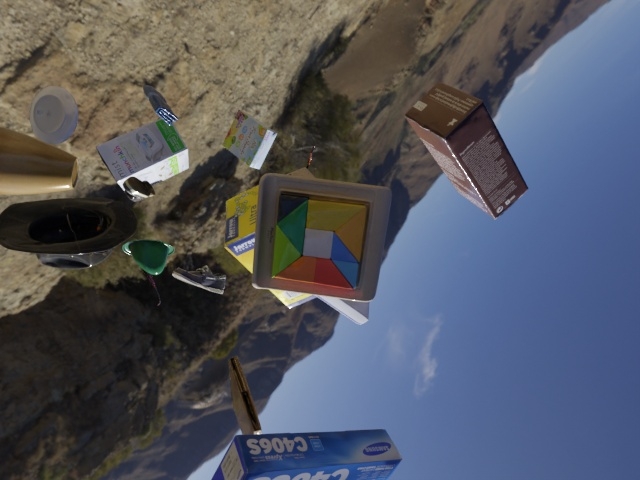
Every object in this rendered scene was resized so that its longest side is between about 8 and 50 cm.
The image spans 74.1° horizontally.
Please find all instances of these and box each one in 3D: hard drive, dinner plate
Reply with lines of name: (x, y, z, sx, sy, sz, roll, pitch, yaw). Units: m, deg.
hard drive: (0.056, 0.056, 1.191, 0.040, 0.210, 0.318, -41, -157, 33)
dinner plate: (-0.654, -0.307, 1.031, 0.141, 0.141, 0.017, -48, 172, 11)

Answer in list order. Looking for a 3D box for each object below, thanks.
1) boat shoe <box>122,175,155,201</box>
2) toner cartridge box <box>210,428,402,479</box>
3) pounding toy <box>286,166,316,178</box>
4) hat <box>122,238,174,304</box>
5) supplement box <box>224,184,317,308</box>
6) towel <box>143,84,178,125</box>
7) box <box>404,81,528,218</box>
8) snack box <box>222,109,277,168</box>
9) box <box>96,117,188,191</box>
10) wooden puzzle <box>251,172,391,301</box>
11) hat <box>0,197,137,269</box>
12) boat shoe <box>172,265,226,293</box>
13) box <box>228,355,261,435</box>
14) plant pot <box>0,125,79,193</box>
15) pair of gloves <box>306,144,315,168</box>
boat shoe: (-0.438, -0.116, 1.011, 0.049, 0.056, 0.152, -31, -177, -2)
toner cartridge box: (-0.024, 0.443, 0.795, 0.165, 0.348, 0.075, -62, -144, 19)
pounding toy: (-0.038, -0.103, 1.418, 0.094, 0.206, 0.181, -26, 150, -26)
hat: (-0.624, 0.115, 1.557, 0.173, 0.183, 0.208, -19, 155, 28)
supplement box: (-0.108, 0.015, 1.285, 0.195, 0.356, 0.194, -24, -135, 14)
towel: (-0.411, -0.350, 1.084, 0.029, 0.119, 0.067, -39, 148, 6)
box: (0.418, -0.246, 1.198, 0.143, 0.381, 0.191, -45, -139, 9)
snack box: (-0.305, -0.431, 1.806, 0.070, 0.207, 0.174, 4, 119, -57)
box: (-0.556, -0.260, 1.364, 0.231, 0.126, 0.262, -30, -175, -15)
wooden puzzle: (0.000, 0.000, 0.771, 0.044, 0.239, 0.221, -91, -172, -75)
hat: (-0.672, -0.002, 1.144, 0.331, 0.331, 0.134, -47, 156, -56)
boat shoe: (-0.349, 0.103, 1.239, 0.206, 0.075, 0.065, 38, 69, -59)
box: (-0.159, 0.366, 0.898, 0.021, 0.164, 0.201, -14, 138, -23)
plant pot: (-1.007, -0.258, 1.494, 0.237, 0.254, 0.237, -171, -90, -69)
pair of gloves: (-0.034, -0.283, 1.448, 0.083, 0.010, 0.074, -78, -174, -54)
